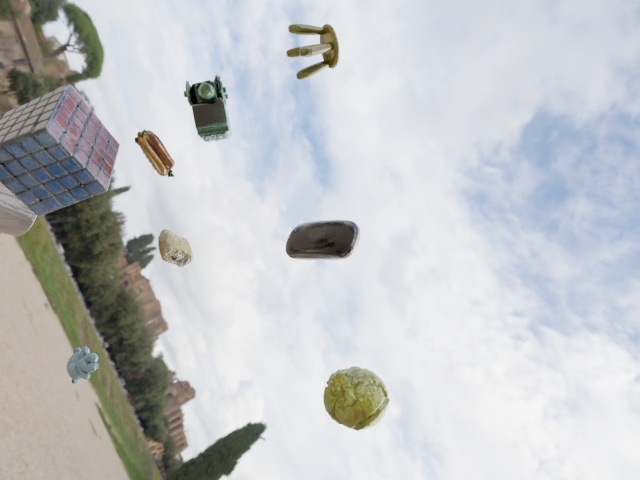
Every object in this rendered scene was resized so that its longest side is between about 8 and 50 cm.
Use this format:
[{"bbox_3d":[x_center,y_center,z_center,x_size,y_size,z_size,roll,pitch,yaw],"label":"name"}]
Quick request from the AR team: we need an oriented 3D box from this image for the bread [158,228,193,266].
[{"bbox_3d":[-0.507,0.031,1.590,0.125,0.082,0.106,33,16,-52],"label":"bread"}]

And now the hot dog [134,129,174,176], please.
[{"bbox_3d":[-0.525,-0.275,1.465,0.055,0.072,0.188,14,-31,23],"label":"hot dog"}]

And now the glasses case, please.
[{"bbox_3d":[0.000,0.000,1.436,0.314,0.122,0.075,-3,-29,47],"label":"glasses case"}]

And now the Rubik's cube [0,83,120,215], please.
[{"bbox_3d":[-0.748,-0.250,1.288,0.238,0.236,0.237,-100,169,-45],"label":"Rubik's cube"}]

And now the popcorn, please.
[{"bbox_3d":[0.121,0.517,1.509,0.221,0.204,0.184,37,18,-21],"label":"popcorn"}]

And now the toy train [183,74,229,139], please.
[{"bbox_3d":[-0.443,-0.518,1.829,0.299,0.166,0.239,-146,-134,-82],"label":"toy train"}]

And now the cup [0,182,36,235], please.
[{"bbox_3d":[-1.124,-0.113,1.523,0.208,0.273,0.289,9,-99,35],"label":"cup"}]

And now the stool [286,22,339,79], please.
[{"bbox_3d":[-0.020,-0.495,1.188,0.135,0.110,0.134,-134,-150,-62],"label":"stool"}]

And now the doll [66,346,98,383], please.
[{"bbox_3d":[-0.777,0.412,1.532,0.179,0.075,0.120,-15,-115,31],"label":"doll"}]
